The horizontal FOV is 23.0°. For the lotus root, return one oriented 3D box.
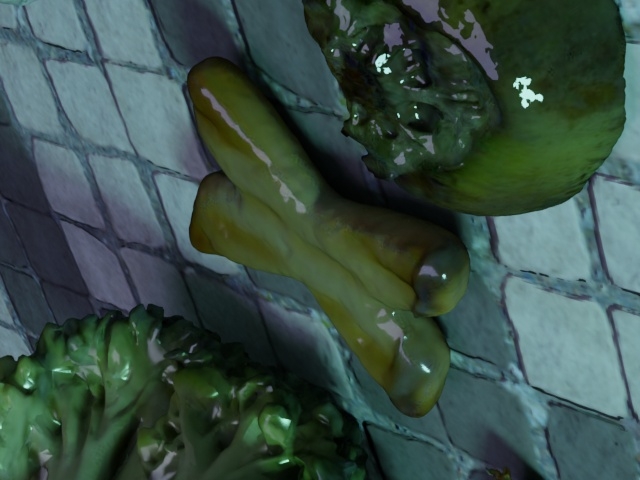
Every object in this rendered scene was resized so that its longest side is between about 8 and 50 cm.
[{"bbox_3d":[0.050,-0.085,0.748,0.183,0.078,0.204,47,151,13],"label":"lotus root"}]

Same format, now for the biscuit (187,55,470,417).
[{"bbox_3d":[0.000,-0.001,0.934,0.208,0.047,0.164,39,146,24],"label":"biscuit"}]

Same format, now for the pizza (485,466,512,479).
[{"bbox_3d":[0.146,0.185,0.949,0.099,0.029,0.100,23,142,30],"label":"pizza"}]

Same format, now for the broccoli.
[{"bbox_3d":[-0.108,0.212,1.071,0.348,0.281,0.293,48,152,-2],"label":"broccoli"}]

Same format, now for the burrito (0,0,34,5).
[{"bbox_3d":[-0.285,-0.231,1.046,0.445,0.101,0.139,22,133,46],"label":"burrito"}]
